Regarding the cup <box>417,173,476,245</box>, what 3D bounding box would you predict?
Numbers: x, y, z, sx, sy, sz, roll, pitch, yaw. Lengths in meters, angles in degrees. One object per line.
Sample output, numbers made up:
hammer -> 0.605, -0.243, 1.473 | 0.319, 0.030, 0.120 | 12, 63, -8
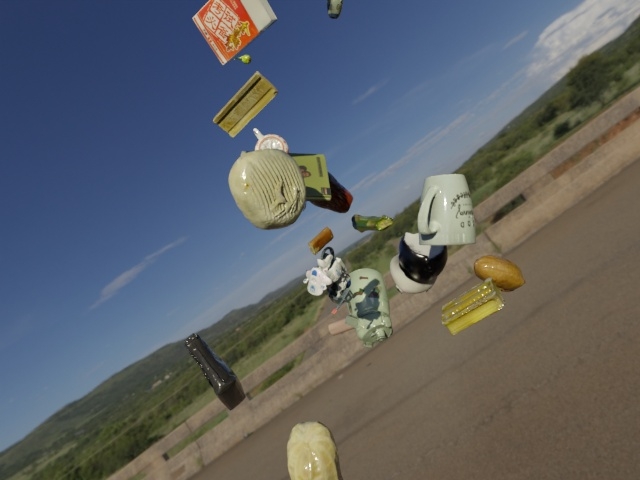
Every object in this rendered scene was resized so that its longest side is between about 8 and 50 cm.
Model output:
cup -> 0.400, -0.099, 1.351 | 0.186, 0.235, 0.257 | -2, 3, 43

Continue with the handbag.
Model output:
handbag -> -0.336, 0.422, 1.315 | 0.080, 0.223, 0.247 | -34, -28, -21

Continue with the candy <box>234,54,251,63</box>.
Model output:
candy -> -0.333, -0.719, 1.599 | 0.122, 0.035, 0.035 | -1, 29, -13

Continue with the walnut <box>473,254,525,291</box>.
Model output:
walnut -> 0.747, 0.139, 1.686 | 0.137, 0.245, 0.137 | -155, 90, -85

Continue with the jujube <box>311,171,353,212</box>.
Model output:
jujube -> 0.037, -0.234, 1.964 | 0.190, 0.255, 0.190 | -63, 1, 2

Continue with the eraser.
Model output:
eraser -> -0.257, -0.658, 1.204 | 0.230, 0.157, 0.038 | -22, 20, 34

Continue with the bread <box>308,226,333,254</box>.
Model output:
bread -> 0.000, 0.000, 1.211 | 0.083, 0.036, 0.047 | -42, -46, -19

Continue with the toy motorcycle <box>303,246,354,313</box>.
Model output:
toy motorcycle -> 0.031, 0.131, 1.285 | 0.102, 0.221, 0.150 | 14, 60, 39

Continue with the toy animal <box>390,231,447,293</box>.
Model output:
toy animal -> 0.462, 0.122, 1.938 | 0.250, 0.250, 0.310 | -33, -38, -32

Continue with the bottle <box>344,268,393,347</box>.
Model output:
bottle -> 0.225, 0.330, 1.875 | 0.228, 0.352, 0.229 | -5, -42, -5

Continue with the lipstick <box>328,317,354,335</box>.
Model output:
lipstick -> 0.166, 0.435, 2.152 | 0.254, 0.070, 0.070 | -25, 0, 23

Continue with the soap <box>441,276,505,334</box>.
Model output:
soap -> 0.563, 0.247, 1.507 | 0.233, 0.076, 0.135 | -41, 6, 26

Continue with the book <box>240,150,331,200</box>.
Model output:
book -> -0.143, -0.259, 1.604 | 0.351, 0.240, 0.035 | -1, -32, -10

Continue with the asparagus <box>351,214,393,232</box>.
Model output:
asparagus -> 0.235, -0.081, 1.896 | 0.085, 0.082, 0.343 | -51, 21, -10

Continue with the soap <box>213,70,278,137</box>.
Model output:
soap -> -0.256, -0.456, 1.372 | 0.251, 0.092, 0.037 | -32, 34, 33

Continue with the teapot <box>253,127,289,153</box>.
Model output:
teapot -> -0.238, -0.433, 1.927 | 0.159, 0.245, 0.116 | -46, -2, 2

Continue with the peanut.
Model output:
peanut -> -0.007, 0.662, 1.114 | 0.152, 0.314, 0.152 | -11, 0, 0

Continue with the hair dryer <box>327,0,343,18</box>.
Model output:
hair dryer -> 0.020, -0.943, 1.493 | 0.067, 0.168, 0.199 | 14, 2, 41

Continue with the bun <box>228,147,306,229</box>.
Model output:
bun -> -0.172, -0.158, 1.288 | 0.168, 0.273, 0.272 | -3, 20, 43
